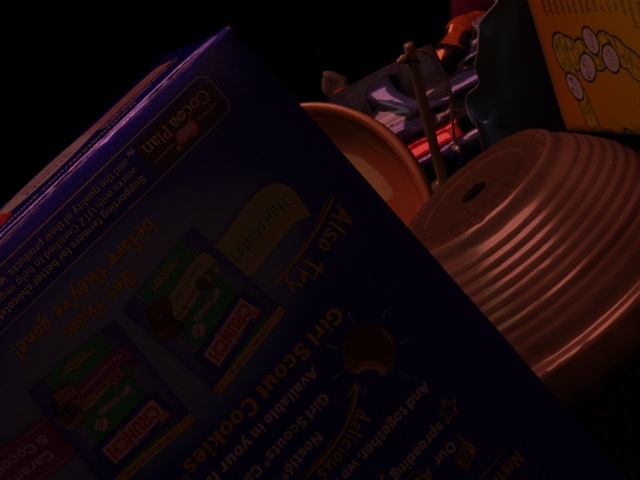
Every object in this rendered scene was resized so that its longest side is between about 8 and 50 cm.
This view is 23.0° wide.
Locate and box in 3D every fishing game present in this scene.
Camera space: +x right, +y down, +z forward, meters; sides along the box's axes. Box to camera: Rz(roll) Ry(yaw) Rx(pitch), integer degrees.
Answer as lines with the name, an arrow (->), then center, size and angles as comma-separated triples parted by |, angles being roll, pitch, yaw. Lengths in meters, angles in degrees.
fishing game -> 0.175, -0.123, 1.097 | 0.264, 0.189, 0.041 | -33, 34, -16

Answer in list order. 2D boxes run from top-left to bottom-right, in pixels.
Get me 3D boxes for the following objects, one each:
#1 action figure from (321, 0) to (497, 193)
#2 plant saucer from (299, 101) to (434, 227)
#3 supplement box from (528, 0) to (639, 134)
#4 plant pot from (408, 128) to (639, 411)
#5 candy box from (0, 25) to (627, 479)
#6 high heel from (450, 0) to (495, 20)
action figure -> 0.128, -0.100, 1.257 | 0.341, 0.178, 0.330 | -23, 32, 17
plant saucer -> 0.003, 0.000, 1.145 | 0.200, 0.200, 0.037 | -34, -13, 28
supplement box -> 0.267, -0.174, 0.882 | 0.194, 0.195, 0.356 | -20, 11, -13
plant pot -> 0.129, 0.008, 0.996 | 0.237, 0.110, 0.237 | -40, 14, 12
candy box -> -0.048, 0.106, 0.763 | 0.268, 0.317, 0.122 | -45, 14, -15
high heel -> 0.219, -0.214, 1.377 | 0.127, 0.181, 0.377 | -17, -24, -18
